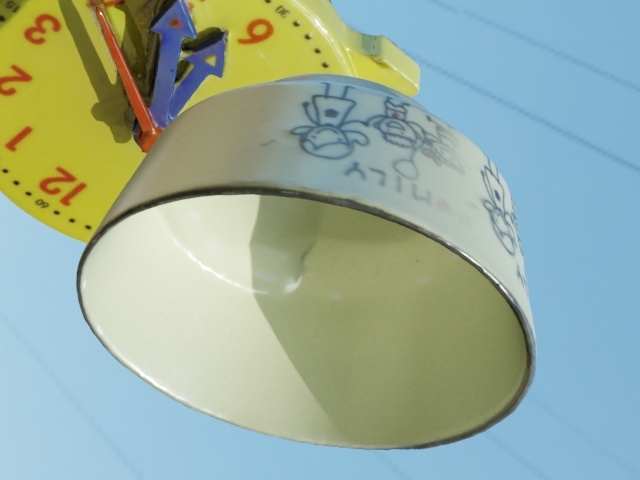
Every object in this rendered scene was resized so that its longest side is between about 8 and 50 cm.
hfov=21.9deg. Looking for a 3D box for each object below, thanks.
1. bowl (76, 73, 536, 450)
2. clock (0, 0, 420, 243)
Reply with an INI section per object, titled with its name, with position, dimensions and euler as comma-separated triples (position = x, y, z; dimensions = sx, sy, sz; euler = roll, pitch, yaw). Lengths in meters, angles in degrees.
[bowl]
position = 0.000, 0.000, 0.859
dimensions = 0.238, 0.238, 0.126
euler = 130, -24, -52
[clock]
position = -0.108, -0.090, 1.123
dimensions = 0.293, 0.277, 0.071
euler = -40, -149, 35
